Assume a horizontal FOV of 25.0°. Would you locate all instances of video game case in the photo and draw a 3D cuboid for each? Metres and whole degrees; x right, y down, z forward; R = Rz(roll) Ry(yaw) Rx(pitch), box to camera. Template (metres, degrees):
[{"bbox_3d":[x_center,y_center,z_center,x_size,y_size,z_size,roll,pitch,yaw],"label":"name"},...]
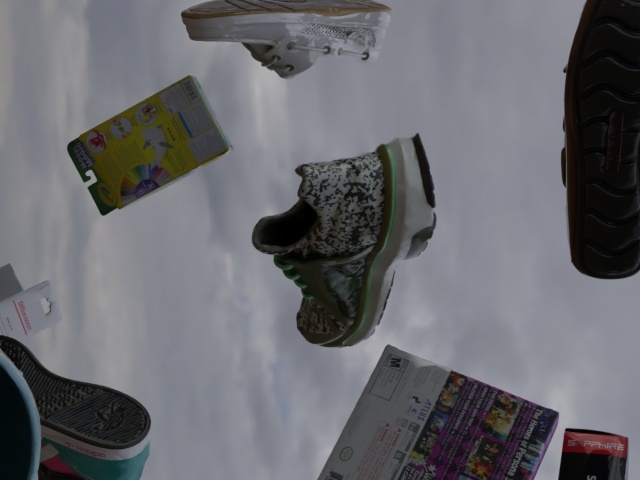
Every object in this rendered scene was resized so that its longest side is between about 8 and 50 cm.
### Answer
[{"bbox_3d":[0.118,0.249,1.557,0.232,0.210,0.042,-61,161,-26],"label":"video game case"}]

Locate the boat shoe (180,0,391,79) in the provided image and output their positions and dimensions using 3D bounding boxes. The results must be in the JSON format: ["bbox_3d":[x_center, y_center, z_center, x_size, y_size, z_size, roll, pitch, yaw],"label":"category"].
[{"bbox_3d":[-0.037,-0.239,1.732,0.098,0.277,0.096,34,-57,54],"label":"boat shoe"}]

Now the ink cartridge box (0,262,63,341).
[{"bbox_3d":[-0.471,0.104,2.069,0.061,0.181,0.104,54,-19,35],"label":"ink cartridge box"}]

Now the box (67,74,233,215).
[{"bbox_3d":[-0.207,-0.112,1.742,0.105,0.179,0.043,63,6,0],"label":"box"}]

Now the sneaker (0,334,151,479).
[{"bbox_3d":[-0.328,0.227,1.705,0.124,0.296,0.178,-48,152,-43],"label":"sneaker"}]

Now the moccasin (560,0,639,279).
[{"bbox_3d":[0.359,-0.146,1.748,0.147,0.139,0.379,-89,175,-72],"label":"moccasin"}]

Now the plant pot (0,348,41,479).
[{"bbox_3d":[-0.331,0.075,0.770,0.255,0.272,0.271,44,-40,37],"label":"plant pot"}]

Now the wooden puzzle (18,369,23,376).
[{"bbox_3d":[-0.470,0.151,1.516,0.221,0.239,0.044,-14,104,-61],"label":"wooden puzzle"}]

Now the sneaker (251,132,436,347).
[{"bbox_3d":[0.000,0.000,1.738,0.410,0.182,0.158,115,-25,-56],"label":"sneaker"}]

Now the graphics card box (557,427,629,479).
[{"bbox_3d":[0.330,0.450,1.811,0.371,0.094,0.232,-70,159,-46],"label":"graphics card box"}]
